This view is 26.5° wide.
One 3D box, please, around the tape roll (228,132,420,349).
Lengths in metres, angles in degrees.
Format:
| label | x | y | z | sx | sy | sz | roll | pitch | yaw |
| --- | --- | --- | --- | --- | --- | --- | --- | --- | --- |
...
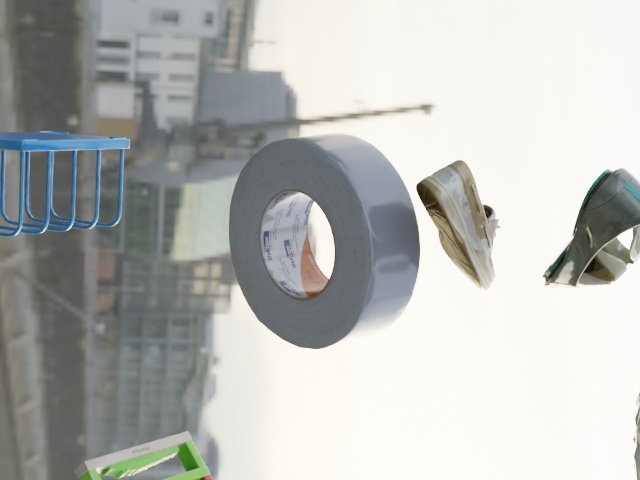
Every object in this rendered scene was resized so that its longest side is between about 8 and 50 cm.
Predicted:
| label | x | y | z | sx | sy | sz | roll | pitch | yaw |
| --- | --- | --- | --- | --- | --- | --- | --- | --- | --- |
| tape roll | 0.000 | 0.000 | 1.409 | 0.219 | 0.072 | 0.219 | 11 | -74 | 46 |

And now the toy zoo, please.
| label | x | y | z | sx | sy | sz | roll | pitch | yaw |
| --- | --- | --- | --- | --- | --- | --- | --- | --- | --- |
| toy zoo | -0.183 | 0.403 | 1.787 | 0.030 | 0.192 | 0.293 | -43 | -110 | 36 |

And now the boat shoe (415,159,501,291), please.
| label | x | y | z | sx | sy | sz | roll | pitch | yaw |
| --- | --- | --- | --- | --- | --- | --- | --- | --- | --- |
| boat shoe | 0.150 | -0.014 | 1.353 | 0.063 | 0.059 | 0.170 | 42 | -12 | 41 |

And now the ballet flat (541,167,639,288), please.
| label | x | y | z | sx | sy | sz | roll | pitch | yaw |
| --- | --- | --- | --- | --- | --- | --- | --- | --- | --- |
| ballet flat | 0.256 | 0.008 | 1.245 | 0.072 | 0.068 | 0.213 | -46 | 166 | -21 |

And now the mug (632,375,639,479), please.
| label | x | y | z | sx | sy | sz | roll | pitch | yaw |
| --- | --- | --- | --- | --- | --- | --- | --- | --- | --- |
| mug | 0.374 | 0.089 | 1.030 | 0.328 | 0.276 | 0.374 | -64 | 149 | -19 |

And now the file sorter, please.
| label | x | y | z | sx | sy | sz | roll | pitch | yaw |
| --- | --- | --- | --- | --- | --- | --- | --- | --- | --- |
| file sorter | -0.310 | -0.064 | 1.490 | 0.170 | 0.118 | 0.104 | -9 | 104 | -57 |
